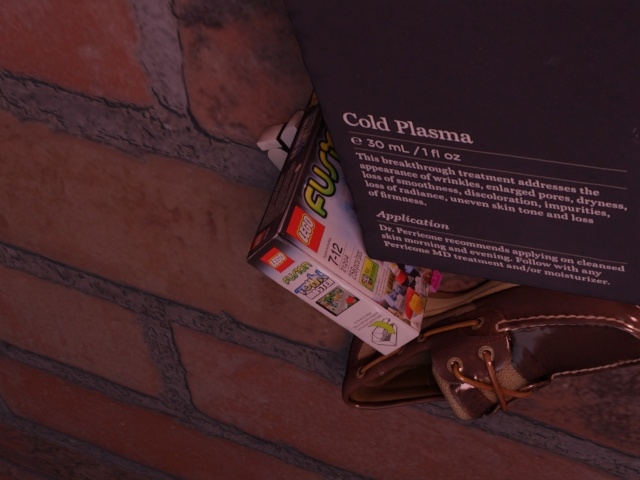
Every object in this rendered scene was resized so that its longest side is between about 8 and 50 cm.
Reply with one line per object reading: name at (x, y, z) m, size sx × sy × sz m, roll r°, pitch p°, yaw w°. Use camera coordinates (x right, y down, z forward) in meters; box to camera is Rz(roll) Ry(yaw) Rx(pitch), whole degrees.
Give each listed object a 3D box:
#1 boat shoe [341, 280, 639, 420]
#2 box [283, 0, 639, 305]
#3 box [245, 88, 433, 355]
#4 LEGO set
boat shoe at (0.151, 0.109, 0.915) m, size 0.342 × 0.123 × 0.123 m, roll -8°, pitch 137°, yaw 43°
box at (0.174, -0.120, 0.480) m, size 0.343 × 0.179 × 0.312 m, roll 10°, pitch 149°, yaw 23°
box at (0.031, -0.035, 0.685) m, size 0.114 × 0.207 × 0.036 m, roll 35°, pitch 135°, yaw -18°
LEGO set at (0.000, 0.000, 0.888) m, size 0.093 × 0.087 × 0.227 m, roll -6°, pitch 137°, yaw 41°
